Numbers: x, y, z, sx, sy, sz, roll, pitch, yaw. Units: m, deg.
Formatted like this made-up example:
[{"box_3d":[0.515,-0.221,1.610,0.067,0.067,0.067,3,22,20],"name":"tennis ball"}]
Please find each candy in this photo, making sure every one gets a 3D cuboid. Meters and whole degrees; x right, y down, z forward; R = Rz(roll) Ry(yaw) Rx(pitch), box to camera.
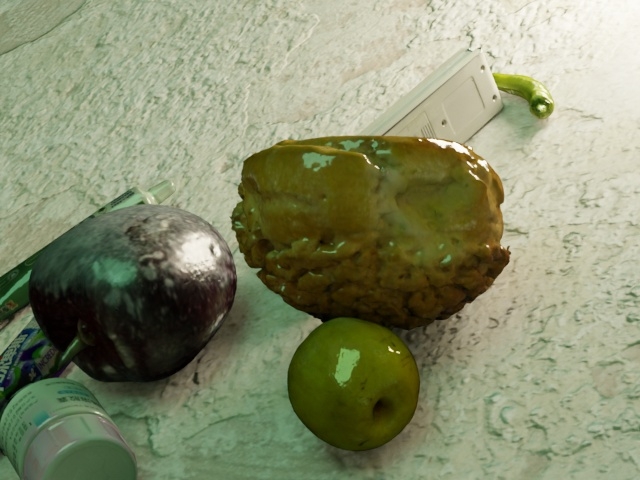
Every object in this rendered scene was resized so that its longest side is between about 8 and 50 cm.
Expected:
[{"box_3d":[-0.405,0.179,2.150,0.088,0.061,0.312,-3,38,36],"name":"candy"}]

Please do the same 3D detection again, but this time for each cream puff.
[{"box_3d":[0.059,-0.006,1.883,0.327,0.231,0.343,3,-1,24],"name":"cream puff"}]

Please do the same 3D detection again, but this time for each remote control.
[{"box_3d":[0.142,-0.157,2.228,0.277,0.103,0.055,-41,34,-25],"name":"remote control"}]

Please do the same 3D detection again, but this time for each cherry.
[{"box_3d":[-0.246,0.071,2.057,0.255,0.218,0.296,5,32,39],"name":"cherry"}]

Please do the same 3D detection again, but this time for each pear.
[{"box_3d":[0.038,0.162,1.787,0.149,0.148,0.162,-32,29,-11],"name":"pear"}]

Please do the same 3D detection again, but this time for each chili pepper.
[{"box_3d":[0.292,-0.218,2.282,0.049,0.043,0.208,-52,28,4],"name":"chili pepper"}]

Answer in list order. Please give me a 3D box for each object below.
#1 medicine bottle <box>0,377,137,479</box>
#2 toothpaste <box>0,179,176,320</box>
[{"box_3d":[-0.306,0.256,1.898,0.135,0.135,0.168,-32,32,-11],"name":"medicine bottle"},{"box_3d":[-0.382,0.023,2.371,0.392,0.061,0.099,-35,33,-10],"name":"toothpaste"}]
